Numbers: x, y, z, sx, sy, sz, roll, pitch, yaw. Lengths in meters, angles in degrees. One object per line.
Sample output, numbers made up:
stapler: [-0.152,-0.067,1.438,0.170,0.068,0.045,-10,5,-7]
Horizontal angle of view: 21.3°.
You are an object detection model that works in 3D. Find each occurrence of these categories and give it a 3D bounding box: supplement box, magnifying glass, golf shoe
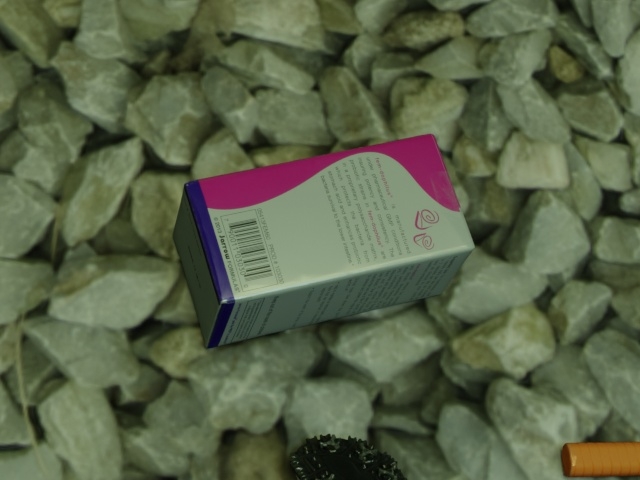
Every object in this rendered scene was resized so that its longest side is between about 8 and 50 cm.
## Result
supplement box: [0.000,0.000,1.417,0.220,0.114,0.111,-12,70,-15]
magnifying glass: [0.319,0.185,1.456,0.231,0.026,0.092,0,68,-12]
golf shoe: [0.052,0.231,1.354,0.198,0.094,0.077,31,47,31]
